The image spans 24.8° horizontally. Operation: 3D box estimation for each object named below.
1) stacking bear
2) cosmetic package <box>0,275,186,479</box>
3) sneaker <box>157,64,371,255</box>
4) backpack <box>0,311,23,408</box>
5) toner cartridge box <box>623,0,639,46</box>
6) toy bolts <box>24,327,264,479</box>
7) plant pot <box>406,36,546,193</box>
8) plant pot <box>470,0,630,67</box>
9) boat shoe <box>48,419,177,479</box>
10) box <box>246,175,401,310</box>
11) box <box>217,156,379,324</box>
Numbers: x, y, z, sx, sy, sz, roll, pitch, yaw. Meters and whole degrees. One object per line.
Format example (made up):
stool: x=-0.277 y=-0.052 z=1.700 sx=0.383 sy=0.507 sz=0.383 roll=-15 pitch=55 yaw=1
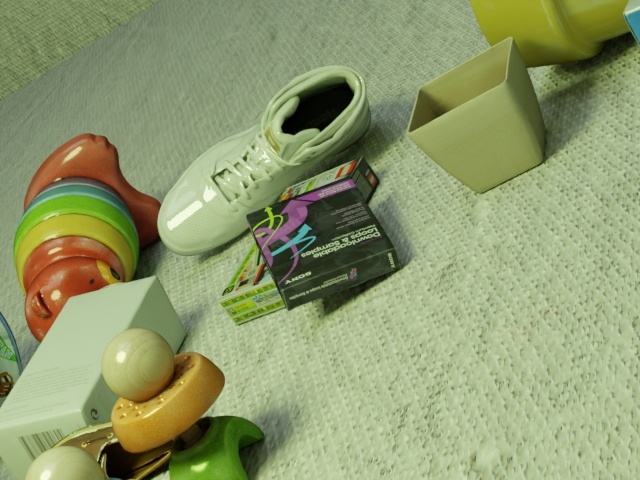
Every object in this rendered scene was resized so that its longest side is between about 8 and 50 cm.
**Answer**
stacking bear: x=-0.291 y=0.027 z=1.753 sx=0.164 sy=0.175 sz=0.289 roll=-30 pitch=28 yaw=12
cosmetic package: x=-0.230 y=0.140 z=1.471 sx=0.117 sy=0.085 sz=0.231 roll=-13 pitch=27 yaw=24
sneaker: x=-0.071 y=-0.098 z=1.643 sx=0.292 sy=0.108 sz=0.169 roll=-38 pitch=-7 yaw=-4
backpack: x=-0.467 y=0.152 z=1.614 sx=0.263 sy=0.276 sz=0.213 roll=-26 pitch=20 yaw=-25
toner cartridge box: x=0.358 y=-0.219 z=1.198 sx=0.075 sy=0.165 sz=0.348 roll=-21 pitch=25 yaw=40
toy bolts: x=-0.175 y=0.196 z=1.165 sx=0.218 sy=0.158 sz=0.228 roll=-30 pitch=21 yaw=19
plant pot: x=0.158 y=-0.111 z=1.386 sx=0.109 sy=0.096 sz=0.109 roll=-28 pitch=21 yaw=24
plant pot: x=0.289 y=-0.309 z=1.427 sx=0.239 sy=0.254 sz=0.254 roll=-5 pitch=34 yaw=29
boat shoe: x=-0.197 y=0.203 z=1.326 sx=0.178 sy=0.064 sz=0.060 roll=-30 pitch=19 yaw=11
box: x=0.000 y=0.000 z=1.415 sx=0.116 sy=0.029 sz=0.162 roll=-21 pitch=32 yaw=-5
box: x=-0.020 y=-0.002 z=1.527 sx=0.114 sy=0.036 sz=0.207 roll=-22 pitch=25 yaw=34
